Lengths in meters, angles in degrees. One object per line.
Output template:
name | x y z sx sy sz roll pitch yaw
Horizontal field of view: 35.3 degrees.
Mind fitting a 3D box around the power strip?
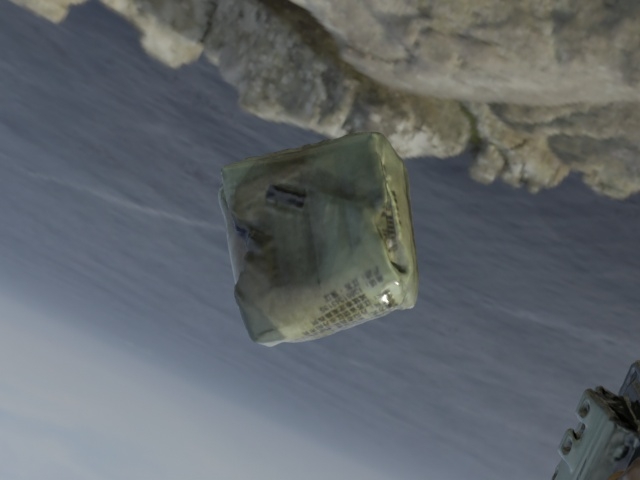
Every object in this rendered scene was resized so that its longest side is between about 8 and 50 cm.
power strip | 0.348 0.281 1.271 0.092 0.257 0.251 23 -171 -1

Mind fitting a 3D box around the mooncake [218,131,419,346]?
mooncake | 0.002 0.001 1.310 0.254 0.250 0.136 -14 164 11

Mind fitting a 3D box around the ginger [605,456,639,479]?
ginger | 0.299 0.239 0.570 0.152 0.274 0.357 -16 179 -24
